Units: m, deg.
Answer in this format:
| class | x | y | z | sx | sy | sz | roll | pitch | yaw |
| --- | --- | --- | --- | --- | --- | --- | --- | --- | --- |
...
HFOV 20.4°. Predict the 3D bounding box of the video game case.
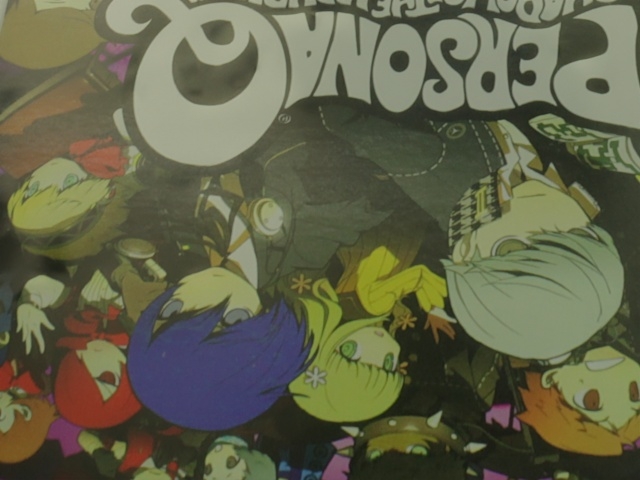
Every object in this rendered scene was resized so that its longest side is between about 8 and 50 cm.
| class | x | y | z | sx | sy | sz | roll | pitch | yaw |
| --- | --- | --- | --- | --- | --- | --- | --- | --- | --- |
| video game case | 0.000 | 0.000 | 0.415 | 0.232 | 0.042 | 0.210 | 2 | -126 | 6 |
